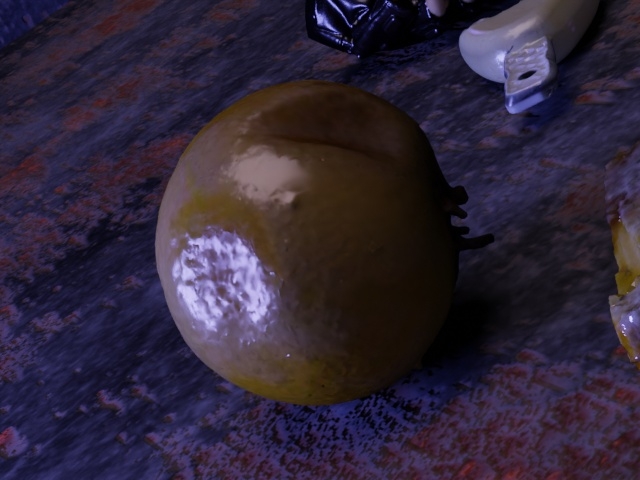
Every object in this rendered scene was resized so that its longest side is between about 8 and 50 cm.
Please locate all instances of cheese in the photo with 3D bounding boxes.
[{"bbox_3d":[0.171,-0.156,1.607,0.127,0.049,0.235,-25,20,14],"label":"cheese"}]

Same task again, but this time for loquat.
[{"bbox_3d":[-0.001,0.000,1.247,0.213,0.213,0.213,-29,18,10],"label":"loquat"}]

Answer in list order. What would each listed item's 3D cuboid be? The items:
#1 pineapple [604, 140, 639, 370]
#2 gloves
[{"bbox_3d":[0.227,-0.014,1.042,0.236,0.114,0.186,-40,19,-13],"label":"pineapple"},{"bbox_3d":[0.093,-0.240,1.869,0.203,0.124,0.164,18,84,30],"label":"gloves"}]
